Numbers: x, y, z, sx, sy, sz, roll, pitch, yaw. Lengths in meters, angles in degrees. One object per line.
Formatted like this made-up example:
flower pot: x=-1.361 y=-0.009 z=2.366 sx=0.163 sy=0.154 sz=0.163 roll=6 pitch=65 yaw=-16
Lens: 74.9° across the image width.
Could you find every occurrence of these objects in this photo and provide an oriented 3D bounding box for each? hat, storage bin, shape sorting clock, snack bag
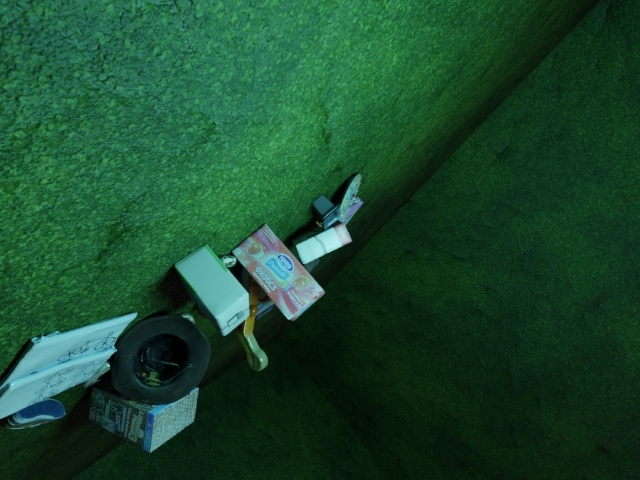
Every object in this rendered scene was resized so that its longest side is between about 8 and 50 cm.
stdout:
hat: x=-0.533 y=0.380 z=1.415 sx=0.331 sy=0.331 sz=0.134 roll=-41 pitch=-155 yaw=-2
storage bin: x=0.013 y=-0.111 z=1.618 sx=0.098 sy=0.091 sz=0.135 roll=-40 pitch=167 yaw=-7
shape sorting clock: x=0.122 y=-0.178 z=1.722 sx=0.206 sy=0.040 sz=0.206 roll=21 pitch=90 yaw=-80
snack bag: x=-0.682 y=0.329 z=1.118 sx=0.342 sy=0.037 sz=0.323 roll=-46 pitch=167 yaw=17

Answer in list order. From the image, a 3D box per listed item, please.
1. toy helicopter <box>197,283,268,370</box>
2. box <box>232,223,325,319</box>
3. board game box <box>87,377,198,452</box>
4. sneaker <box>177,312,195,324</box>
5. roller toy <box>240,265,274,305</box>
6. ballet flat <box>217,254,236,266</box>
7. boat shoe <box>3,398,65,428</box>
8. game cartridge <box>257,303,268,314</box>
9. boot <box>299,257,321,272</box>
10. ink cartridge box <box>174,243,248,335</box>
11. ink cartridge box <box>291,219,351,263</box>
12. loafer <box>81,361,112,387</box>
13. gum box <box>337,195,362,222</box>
toy helicopter: x=-0.281 y=0.308 z=1.534 sx=0.235 sy=0.355 sz=0.140 roll=-29 pitch=177 yaw=36
box: x=-0.138 y=0.110 z=1.418 sx=0.154 sy=0.300 sz=0.142 roll=-40 pitch=168 yaw=-6
board game box: x=-0.641 y=0.598 z=1.525 sx=0.232 sy=0.290 sz=0.141 roll=-10 pitch=112 yaw=-68
sneaker: x=-0.559 y=0.385 z=1.570 sx=0.099 sy=0.153 sz=0.282 roll=10 pitch=98 yaw=-38
roller toy: x=-0.206 y=0.144 z=1.597 sx=0.146 sy=0.209 sz=0.191 roll=-30 pitch=139 yaw=-44
ballet flat: x=-0.300 y=0.067 z=1.370 sx=0.041 sy=0.041 sz=0.114 roll=-45 pitch=167 yaw=16
boat shoe: x=-0.837 y=0.511 z=1.224 sx=0.066 sy=0.066 sz=0.183 roll=-36 pitch=158 yaw=-2
game cartridge: x=-0.318 y=0.363 z=2.334 sx=0.355 sy=0.068 sz=0.230 roll=-31 pitch=160 yaw=-41
boot: x=-0.104 y=0.157 z=2.273 sx=0.246 sy=0.083 sz=0.161 roll=-48 pitch=161 yaw=1
ink cartridge box: x=-0.320 y=0.160 z=1.268 sx=0.114 sy=0.198 sz=0.273 roll=-38 pitch=168 yaw=-21
ink cartridge box: x=0.000 y=0.000 z=1.730 sx=0.217 sy=0.092 sz=0.158 roll=-27 pitch=-167 yaw=-5
loafer: x=-0.715 y=0.433 z=1.338 sx=0.125 sy=0.039 sz=0.045 roll=-46 pitch=-160 yaw=13
gum box: x=0.108 y=-0.126 z=1.931 sx=0.107 sy=0.062 sz=0.188 roll=-31 pitch=164 yaw=-42
